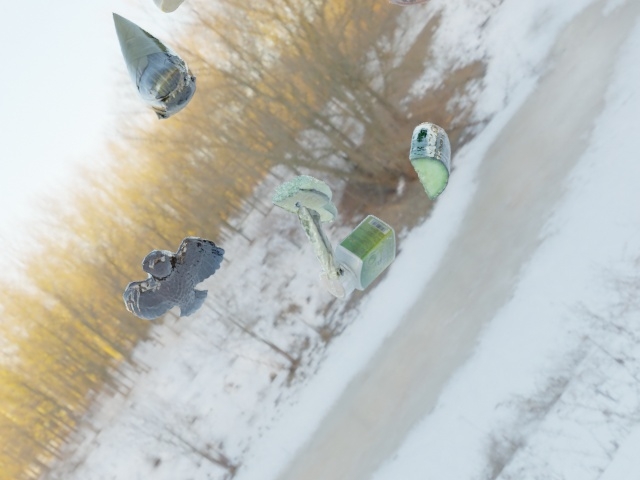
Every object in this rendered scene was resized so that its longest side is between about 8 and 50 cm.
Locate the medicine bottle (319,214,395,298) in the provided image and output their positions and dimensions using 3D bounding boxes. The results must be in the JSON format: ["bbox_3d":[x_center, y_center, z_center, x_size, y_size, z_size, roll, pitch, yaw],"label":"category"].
[{"bbox_3d":[0.090,0.048,1.920,0.188,0.088,0.132,-43,-29,-24],"label":"medicine bottle"}]

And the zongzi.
[{"bbox_3d":[-0.448,-0.470,2.055,0.154,0.317,0.289,-40,12,-7],"label":"zongzi"}]

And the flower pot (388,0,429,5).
[{"bbox_3d":[0.232,-0.711,2.072,0.190,0.190,0.173,154,111,-76],"label":"flower pot"}]

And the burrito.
[{"bbox_3d":[-0.002,0.001,1.538,0.042,0.171,0.051,-23,9,4],"label":"burrito"}]

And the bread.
[{"bbox_3d":[-0.044,-0.110,2.107,0.232,0.172,0.064,60,-144,-65],"label":"bread"}]

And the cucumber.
[{"bbox_3d":[0.235,-0.186,1.655,0.063,0.115,0.244,-18,28,18],"label":"cucumber"}]

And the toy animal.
[{"bbox_3d":[-0.276,0.076,1.515,0.218,0.116,0.179,-35,-9,-5],"label":"toy animal"}]

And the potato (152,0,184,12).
[{"bbox_3d":[-0.424,-0.723,2.265,0.109,0.118,0.178,-47,4,-36],"label":"potato"}]
